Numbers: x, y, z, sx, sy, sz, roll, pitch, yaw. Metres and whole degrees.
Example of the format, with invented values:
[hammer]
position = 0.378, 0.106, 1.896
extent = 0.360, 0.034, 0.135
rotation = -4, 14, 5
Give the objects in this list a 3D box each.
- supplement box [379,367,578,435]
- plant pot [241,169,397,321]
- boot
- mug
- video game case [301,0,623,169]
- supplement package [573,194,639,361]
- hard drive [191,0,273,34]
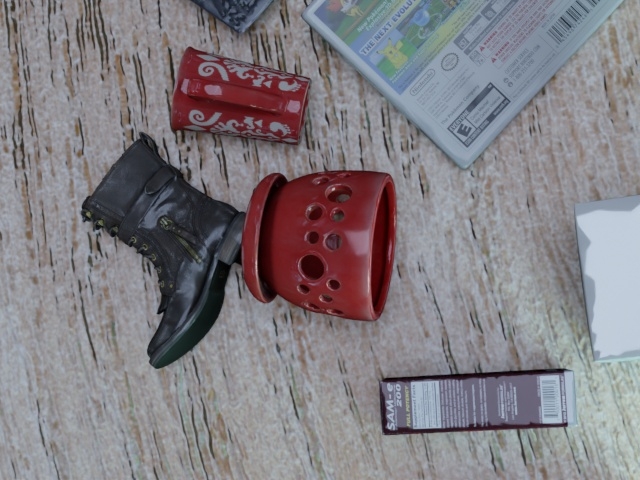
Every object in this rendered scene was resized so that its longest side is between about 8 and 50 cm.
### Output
[supplement box]
position = 0.198, 0.203, 1.624
extent = 0.239, 0.130, 0.073
rotation = -3, 85, 6
[plant pot]
position = 0.000, 0.000, 1.636
extent = 0.174, 0.191, 0.191
rotation = 7, 86, 14
[boot]
position = -0.225, 0.013, 1.712
extent = 0.229, 0.091, 0.263
rotation = 30, 84, 13
[mug]
position = -0.105, -0.176, 1.685
extent = 0.169, 0.150, 0.113
rotation = 11, 120, 2
[video game case]
position = 0.193, -0.313, 1.690
extent = 0.300, 0.036, 0.329
rotation = 43, 90, -4
[supplement package]
position = 0.402, 0.046, 1.571
extent = 0.149, 0.203, 0.194
rotation = -8, 84, 15
[hard drive]
position = -0.092, -0.419, 1.744
extent = 0.172, 0.054, 0.255
rotation = 35, 89, 7
